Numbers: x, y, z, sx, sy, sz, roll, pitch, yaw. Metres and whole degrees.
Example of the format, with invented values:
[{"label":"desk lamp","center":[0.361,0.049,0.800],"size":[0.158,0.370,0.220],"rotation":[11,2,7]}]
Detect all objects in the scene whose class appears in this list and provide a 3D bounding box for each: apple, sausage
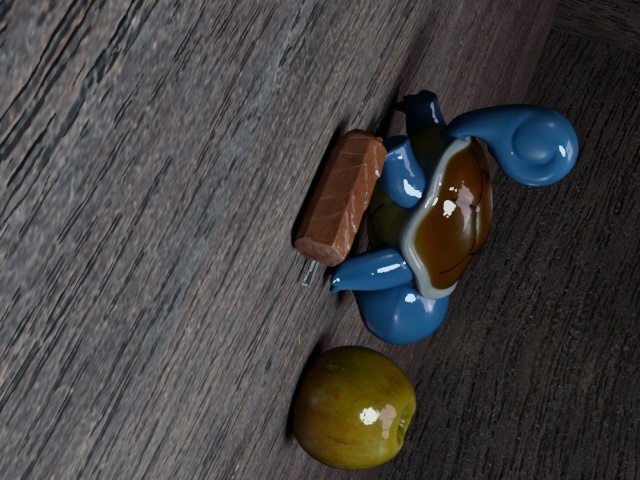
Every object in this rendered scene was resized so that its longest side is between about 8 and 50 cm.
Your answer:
[{"label":"apple","center":[0.049,0.231,1.691],"size":[0.182,0.155,0.183],"rotation":[21,90,-80]},{"label":"sausage","center":[0.027,-0.058,1.354],"size":[0.065,0.065,0.169],"rotation":[86,24,-63]}]

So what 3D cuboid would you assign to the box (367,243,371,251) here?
[{"label":"box","center":[0.142,-0.045,1.999],"size":[0.335,0.047,0.187],"rotation":[-41,147,-68]}]

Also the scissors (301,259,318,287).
[{"label":"scissors","center":[0.000,0.000,1.444],"size":[0.058,0.014,0.119],"rotation":[74,32,-64]}]

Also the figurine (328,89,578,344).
[{"label":"figurine","center":[0.143,-0.055,1.651],"size":[0.416,0.243,0.298],"rotation":[-54,-171,31]}]
